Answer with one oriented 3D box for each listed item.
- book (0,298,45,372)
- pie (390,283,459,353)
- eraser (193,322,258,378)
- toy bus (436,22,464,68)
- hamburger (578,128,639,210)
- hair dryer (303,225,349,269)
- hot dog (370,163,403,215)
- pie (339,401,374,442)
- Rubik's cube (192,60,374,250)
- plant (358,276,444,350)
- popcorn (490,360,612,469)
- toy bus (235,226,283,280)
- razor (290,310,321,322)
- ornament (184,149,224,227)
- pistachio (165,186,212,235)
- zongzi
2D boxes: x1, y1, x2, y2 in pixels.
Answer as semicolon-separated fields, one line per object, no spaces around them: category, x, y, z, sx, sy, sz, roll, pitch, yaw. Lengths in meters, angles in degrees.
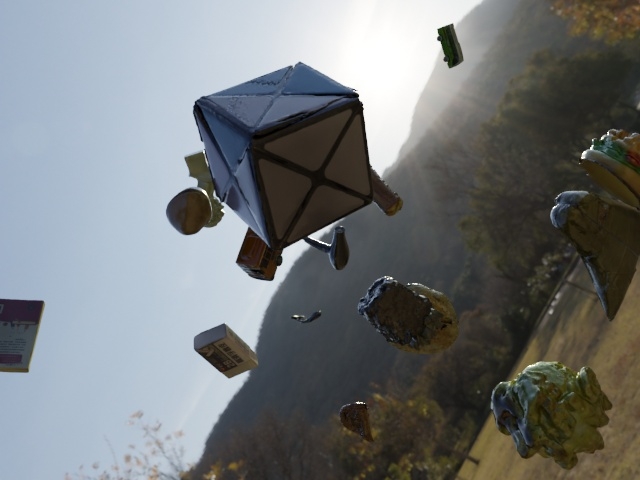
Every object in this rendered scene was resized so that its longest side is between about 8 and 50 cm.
book;-0.850;0.253;1.709;0.022;0.162;0.231;106;162;-45
pie;0.400;0.328;2.542;0.077;0.339;0.339;-61;-7;-55
eraser;-0.308;0.366;2.076;0.125;0.068;0.210;-26;-46;11
toy bus;0.261;-0.391;1.274;0.031;0.037;0.083;-37;-71;-57
hamburger;0.852;-0.206;1.753;0.149;0.237;0.237;-48;-12;6
hair dryer;0.000;0.000;2.194;0.075;0.219;0.195;-52;-27;-34
hot dog;0.169;-0.180;2.023;0.068;0.289;0.083;19;-63;-47
pie;0.093;0.474;1.688;0.033;0.088;0.191;-70;-23;-43
Rubik's cube;-0.086;-0.211;1.490;0.307;0.305;0.310;-26;-48;-20
plant;0.193;0.178;1.485;0.129;0.194;0.132;-57;10;-10
popcorn;0.652;0.481;1.764;0.312;0.312;0.312;-56;-14;-21
toy bus;-0.161;0.006;1.823;0.114;0.098;0.200;40;-116;-51
razor;-0.038;0.238;1.946;0.155;0.044;0.028;-23;67;58
ornament;-0.401;-0.176;2.196;0.130;0.121;0.285;-110;16;-60
pistachio;-0.363;-0.086;1.767;0.185;0.126;0.108;130;153;-48
zongzi;0.885;0.043;2.067;0.174;0.356;0.392;16;90;68
